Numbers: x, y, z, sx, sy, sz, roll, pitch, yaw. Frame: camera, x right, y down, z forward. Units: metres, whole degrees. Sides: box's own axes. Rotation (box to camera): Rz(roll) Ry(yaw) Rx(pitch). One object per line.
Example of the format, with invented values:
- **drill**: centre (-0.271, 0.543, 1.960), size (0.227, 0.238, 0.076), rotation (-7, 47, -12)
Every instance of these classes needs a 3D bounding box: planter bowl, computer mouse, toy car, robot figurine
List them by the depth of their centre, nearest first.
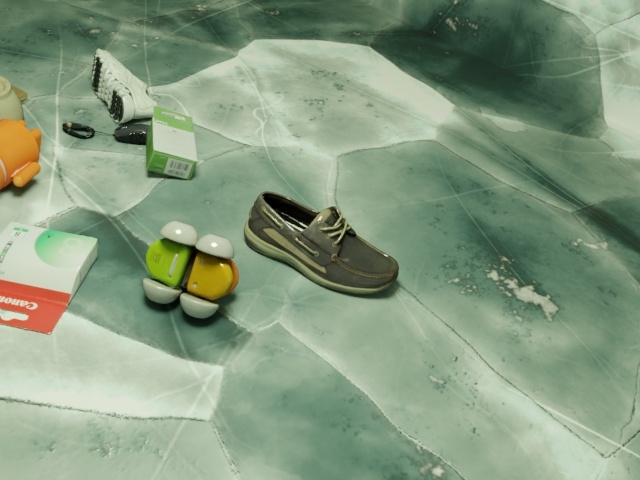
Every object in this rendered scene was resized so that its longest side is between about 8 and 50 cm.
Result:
- **toy car**: centre (-0.244, 0.054, 1.297), size (0.182, 0.159, 0.136), rotation (19, 4, 10)
- **robot figurine**: centre (-0.711, -0.184, 1.464), size (0.128, 0.158, 0.219), rotation (-16, 25, 32)
- **planter bowl**: centre (-0.804, -0.335, 1.619), size (0.162, 0.109, 0.162), rotation (13, 43, -12)
- **computer mouse**: centre (-0.534, -0.284, 1.703), size (0.242, 0.041, 0.071), rotation (4, 40, -9)

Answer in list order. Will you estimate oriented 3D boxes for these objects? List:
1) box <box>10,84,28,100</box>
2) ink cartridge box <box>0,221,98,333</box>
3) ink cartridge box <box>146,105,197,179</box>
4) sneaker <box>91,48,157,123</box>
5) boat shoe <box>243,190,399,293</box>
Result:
- **box**: centre (-0.897, -0.371, 1.730), size (0.164, 0.021, 0.201), rotation (26, 40, 17)
- **ink cartridge box**: centre (-0.548, 0.063, 1.260), size (0.181, 0.056, 0.225), rotation (11, 37, 0)
- **ink cartridge box**: centre (-0.371, -0.244, 1.658), size (0.109, 0.062, 0.209), rotation (13, 36, -25)
- **sneaker**: centre (-0.544, -0.422, 1.833), size (0.118, 0.110, 0.292), rotation (-10, 51, -36)
- **boat shoe**: centre (0.000, 0.000, 1.416), size (0.355, 0.130, 0.132), rotation (20, 39, 11)
